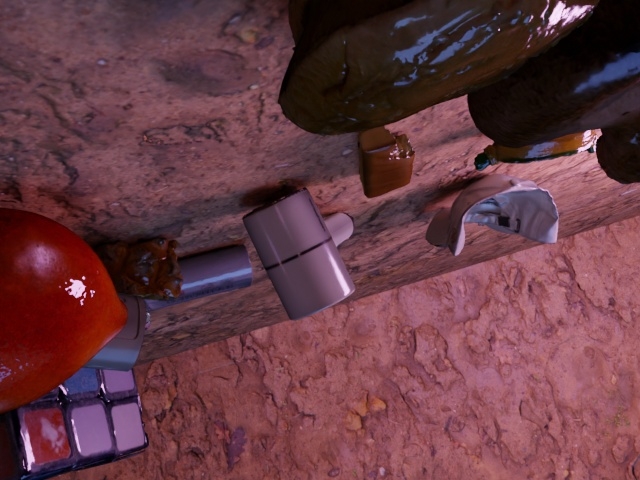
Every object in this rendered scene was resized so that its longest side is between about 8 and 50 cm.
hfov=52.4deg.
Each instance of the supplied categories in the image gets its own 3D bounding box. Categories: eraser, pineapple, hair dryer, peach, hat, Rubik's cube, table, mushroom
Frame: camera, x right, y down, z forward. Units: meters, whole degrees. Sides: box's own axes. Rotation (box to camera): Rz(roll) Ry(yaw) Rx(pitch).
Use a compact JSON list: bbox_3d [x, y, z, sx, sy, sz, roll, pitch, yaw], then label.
[{"bbox_3d":[-0.266,0.083,1.385,0.226,0.081,0.174,-15,171,-14],"label":"eraser"},{"bbox_3d":[-0.367,0.064,1.160,0.236,0.115,0.186,-3,164,-17],"label":"pineapple"},{"bbox_3d":[0.000,0.000,1.220,0.128,0.203,0.362,-25,-178,22],"label":"hair dryer"},{"bbox_3d":[-0.393,0.085,0.814,0.361,0.258,0.201,2,159,-38],"label":"peach"},{"bbox_3d":[0.371,-0.072,1.485,0.257,0.168,0.301,-5,-170,-17],"label":"hat"},{"bbox_3d":[-0.593,0.292,1.239,0.363,0.362,0.359,-19,169,16],"label":"Rubik's cube"},{"bbox_3d":[-0.398,0.130,1.006,0.219,0.127,0.126,13,153,-31],"label":"table"},{"bbox_3d":[0.313,-0.204,0.656,0.345,0.239,0.345,-41,163,-15],"label":"mushroom"}]

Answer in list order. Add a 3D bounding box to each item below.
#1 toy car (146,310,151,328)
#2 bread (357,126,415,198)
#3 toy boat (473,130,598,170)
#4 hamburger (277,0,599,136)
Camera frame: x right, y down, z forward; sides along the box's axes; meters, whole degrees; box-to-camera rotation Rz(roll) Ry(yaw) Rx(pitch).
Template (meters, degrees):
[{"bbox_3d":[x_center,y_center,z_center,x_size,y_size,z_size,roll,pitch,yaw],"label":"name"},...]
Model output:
[{"bbox_3d":[-0.399,0.129,1.301,0.055,0.142,0.069,-50,-156,-17],"label":"toy car"},{"bbox_3d":[0.104,-0.128,1.046,0.088,0.049,0.226,-17,166,-1],"label":"bread"},{"bbox_3d":[0.381,-0.171,1.131,0.229,0.089,0.088,-8,146,-5],"label":"toy boat"},{"bbox_3d":[0.068,-0.170,0.513,0.211,0.133,0.309,-25,-177,-26],"label":"hamburger"}]
